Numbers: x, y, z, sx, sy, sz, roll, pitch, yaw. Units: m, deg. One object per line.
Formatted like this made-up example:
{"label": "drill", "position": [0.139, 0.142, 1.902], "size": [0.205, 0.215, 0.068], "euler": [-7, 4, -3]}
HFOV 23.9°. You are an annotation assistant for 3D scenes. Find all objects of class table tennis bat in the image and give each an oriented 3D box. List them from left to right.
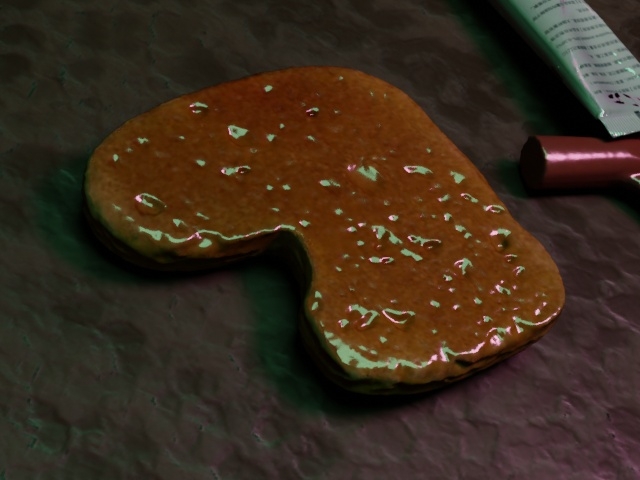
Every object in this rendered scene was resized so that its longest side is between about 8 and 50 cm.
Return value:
{"label": "table tennis bat", "position": [0.300, -0.060, 1.190], "size": [0.310, 0.038, 0.200], "euler": [-1, 50, -23]}

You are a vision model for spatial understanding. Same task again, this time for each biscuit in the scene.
{"label": "biscuit", "position": [0.000, 0.001, 1.006], "size": [0.262, 0.052, 0.277], "euler": [-26, 63, -32]}

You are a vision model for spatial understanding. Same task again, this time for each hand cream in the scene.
{"label": "hand cream", "position": [0.174, -0.204, 1.241], "size": [0.085, 0.058, 0.331], "euler": [-11, 49, -34]}
